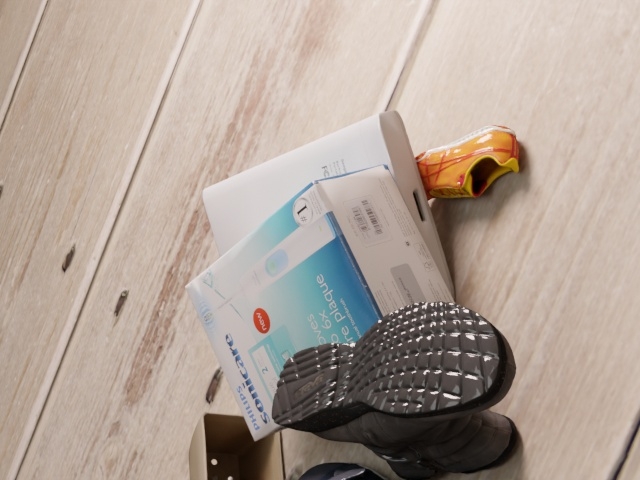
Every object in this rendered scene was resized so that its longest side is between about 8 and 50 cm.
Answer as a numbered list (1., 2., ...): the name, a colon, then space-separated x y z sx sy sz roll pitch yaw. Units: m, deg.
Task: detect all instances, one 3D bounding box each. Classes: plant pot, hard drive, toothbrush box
1. plant pot: -0.119 0.293 1.788 0.096 0.109 0.109 -44 44 51
2. hard drive: 0.000 0.000 1.719 0.353 0.047 0.233 -19 87 47
3. toothbrush box: -0.002 0.077 1.617 0.295 0.126 0.216 -36 74 47

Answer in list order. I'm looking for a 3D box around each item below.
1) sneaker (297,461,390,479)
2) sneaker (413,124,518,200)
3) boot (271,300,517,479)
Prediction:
1. sneaker: 0.038 0.314 1.517 0.126 0.127 0.321 -48 32 -6
2. sneaker: 0.155 -0.076 1.600 0.175 0.064 0.067 -28 52 44
3. boot: 0.128 0.166 1.416 0.338 0.222 0.118 -14 55 53
